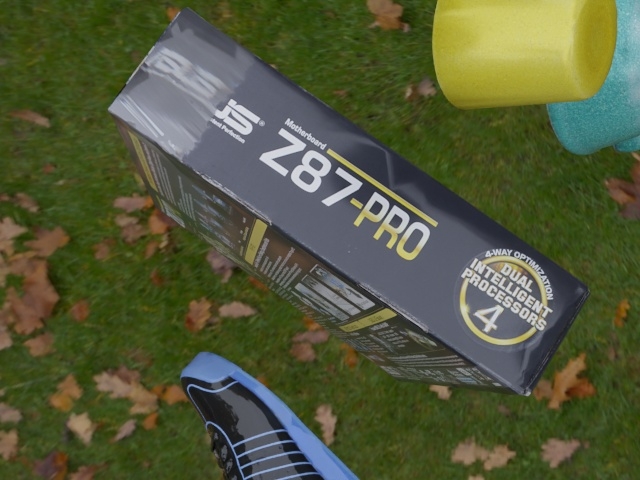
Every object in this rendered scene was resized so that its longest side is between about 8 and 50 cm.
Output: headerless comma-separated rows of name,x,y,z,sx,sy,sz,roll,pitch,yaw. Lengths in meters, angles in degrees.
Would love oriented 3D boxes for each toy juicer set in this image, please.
toy juicer set,0.168,-0.149,0.521,0.089,0.329,0.209,11,92,36

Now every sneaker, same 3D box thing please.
sneaker,-0.045,0.187,0.747,0.232,0.081,0.090,39,64,22

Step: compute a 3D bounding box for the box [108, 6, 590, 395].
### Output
box,0.000,0.000,0.770,0.318,0.395,0.097,33,81,0
